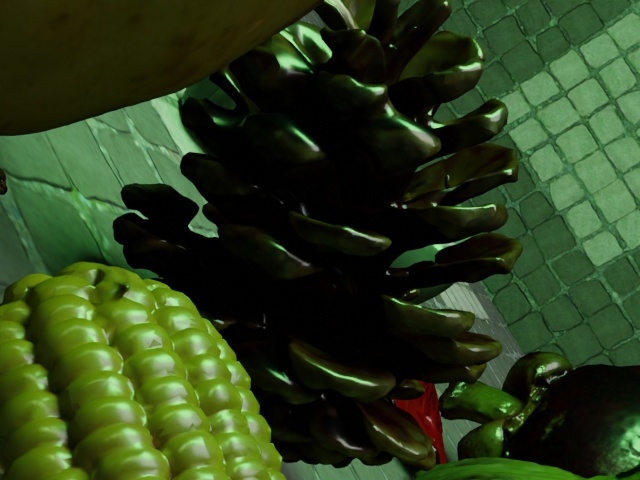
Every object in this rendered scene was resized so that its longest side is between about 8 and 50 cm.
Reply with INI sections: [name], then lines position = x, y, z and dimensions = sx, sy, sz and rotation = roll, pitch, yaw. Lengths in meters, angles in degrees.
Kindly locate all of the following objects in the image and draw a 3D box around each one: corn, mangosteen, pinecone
[corn]
position = -0.043, 0.164, 0.312
dimensions = 0.131, 0.131, 0.344
rotation = 40, 23, -56
[mangosteen]
position = 0.293, 0.243, 1.075
dimensions = 0.297, 0.297, 0.293
rotation = 28, 42, -67
[pinecone]
position = 0.000, 0.000, 0.611
dimensions = 0.244, 0.309, 0.244
rotation = 22, 8, -3

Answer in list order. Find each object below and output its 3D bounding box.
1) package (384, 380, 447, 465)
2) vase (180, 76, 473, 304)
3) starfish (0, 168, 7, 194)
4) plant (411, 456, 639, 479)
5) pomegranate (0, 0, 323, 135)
[package]
position = 0.086, 0.141, 1.044
dimensions = 0.269, 0.071, 0.194
rotation = 55, 18, -26
[vase]
position = -0.007, -0.073, 1.075
dimensions = 0.301, 0.156, 0.251
rotation = 42, -12, -29
[starfish]
position = -0.183, -0.039, 0.512
dimensions = 0.078, 0.028, 0.091
rotation = 41, 15, -47
[plant]
position = 0.187, 0.175, 0.781
dimensions = 0.180, 0.333, 0.251
rotation = 46, 19, 23
[pomegranate]
position = -0.138, -0.236, 0.442
dimensions = 0.410, 0.410, 0.410
rotation = 54, 12, -17
